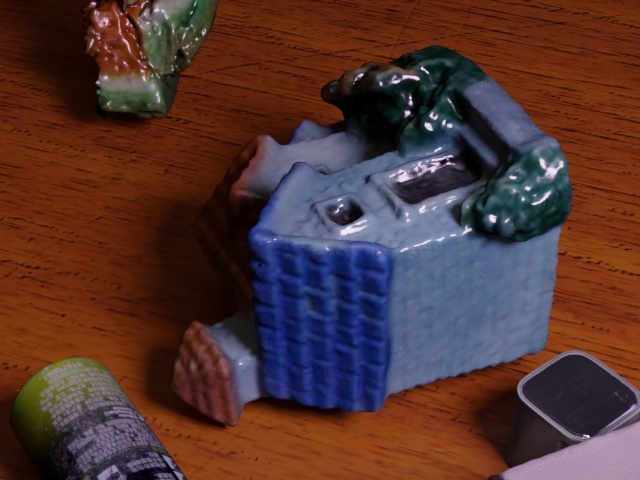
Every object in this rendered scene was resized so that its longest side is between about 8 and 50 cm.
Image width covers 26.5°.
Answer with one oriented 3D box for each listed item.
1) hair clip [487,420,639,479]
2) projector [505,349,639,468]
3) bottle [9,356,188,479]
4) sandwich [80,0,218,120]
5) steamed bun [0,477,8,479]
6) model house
[{"bbox_3d":[0.248,0.180,1.016,0.331,0.101,0.085,-14,36,-34],"label":"hair clip"},{"bbox_3d":[0.204,0.152,1.096,0.083,0.082,0.083,-28,48,-30],"label":"projector"},{"bbox_3d":[-0.125,0.218,1.002,0.093,0.093,0.330,-21,44,-24],"label":"bottle"},{"bbox_3d":[-0.190,-0.302,1.475,0.162,0.301,0.250,-13,24,6],"label":"sandwich"},{"bbox_3d":[-0.210,0.267,0.814,0.301,0.199,0.251,24,67,33],"label":"steamed bun"},{"bbox_3d":[0.000,0.000,1.169,0.329,0.251,0.295,-20,44,-14],"label":"model house"}]
